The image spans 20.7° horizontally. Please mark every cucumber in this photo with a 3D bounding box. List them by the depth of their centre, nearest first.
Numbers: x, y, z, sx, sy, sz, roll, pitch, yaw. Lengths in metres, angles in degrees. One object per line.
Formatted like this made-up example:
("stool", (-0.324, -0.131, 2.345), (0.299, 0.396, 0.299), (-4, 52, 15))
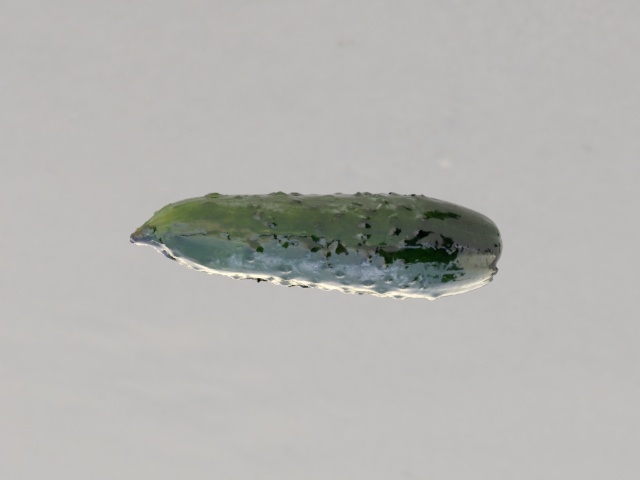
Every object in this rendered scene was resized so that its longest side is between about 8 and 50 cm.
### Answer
("cucumber", (0.000, 0.000, 1.041), (0.227, 0.069, 0.069), (4, 168, -14))
